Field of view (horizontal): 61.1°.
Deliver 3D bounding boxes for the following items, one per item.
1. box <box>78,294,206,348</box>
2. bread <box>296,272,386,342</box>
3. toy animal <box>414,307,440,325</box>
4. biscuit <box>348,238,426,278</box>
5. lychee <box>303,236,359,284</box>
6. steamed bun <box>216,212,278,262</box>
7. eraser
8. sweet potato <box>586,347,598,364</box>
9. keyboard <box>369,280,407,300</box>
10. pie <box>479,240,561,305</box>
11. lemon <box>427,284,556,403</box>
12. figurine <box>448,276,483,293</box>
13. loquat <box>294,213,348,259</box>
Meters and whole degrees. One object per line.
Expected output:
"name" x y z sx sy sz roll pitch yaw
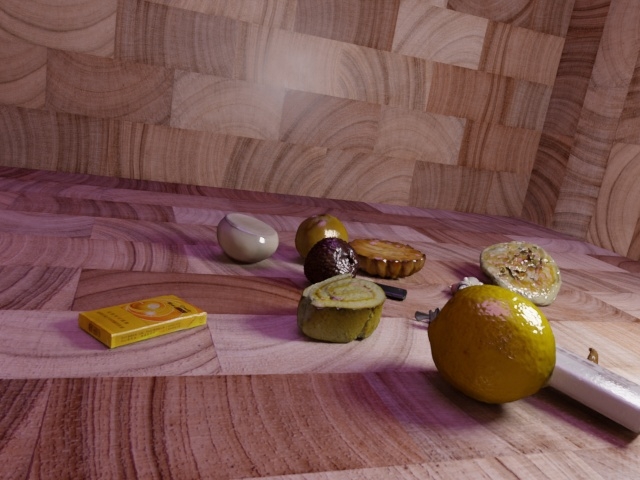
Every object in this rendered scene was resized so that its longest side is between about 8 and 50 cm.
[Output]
"box" -0.436 0.194 1.350 0.152 0.043 0.269 19 18 35
"bread" 0.047 0.188 1.496 0.257 0.124 0.186 -9 29 -28
"toy animal" 0.399 0.241 1.663 0.203 0.070 0.105 4 -4 -6
"biscuit" 0.254 0.073 2.162 0.326 0.107 0.325 6 12 -1
"lychee" 0.039 0.083 1.839 0.195 0.194 0.194 9 14 -2
"steamed bun" -0.276 0.005 2.000 0.232 0.145 0.232 22 15 -6
"eraser" 0.649 0.344 1.300 0.270 0.094 0.174 27 14 40
"sweet potato" 0.737 0.347 1.484 0.050 0.050 0.214 17 17 30
"keyboard" 0.189 0.167 1.902 0.230 0.025 0.094 13 16 13
"pie" 0.787 0.118 2.136 0.339 0.077 0.339 3 41 -3
"lemon" 0.392 0.237 1.255 0.293 0.293 0.293 9 14 -2
"figurine" 0.523 0.186 1.991 0.146 0.081 0.098 -12 -19 -45
"loquat" 0.003 -0.001 2.112 0.213 0.213 0.213 9 14 -2
